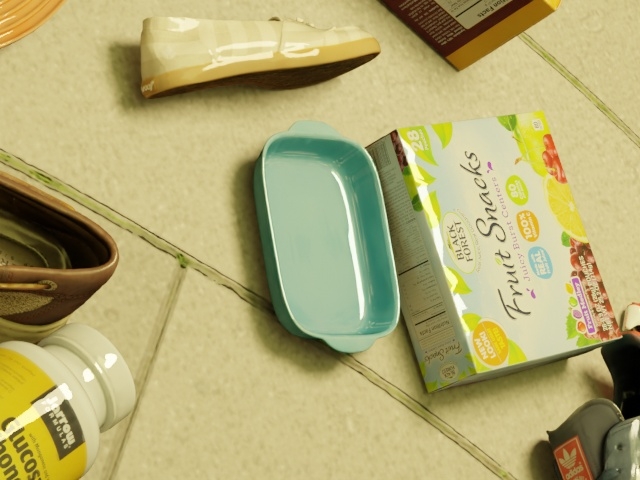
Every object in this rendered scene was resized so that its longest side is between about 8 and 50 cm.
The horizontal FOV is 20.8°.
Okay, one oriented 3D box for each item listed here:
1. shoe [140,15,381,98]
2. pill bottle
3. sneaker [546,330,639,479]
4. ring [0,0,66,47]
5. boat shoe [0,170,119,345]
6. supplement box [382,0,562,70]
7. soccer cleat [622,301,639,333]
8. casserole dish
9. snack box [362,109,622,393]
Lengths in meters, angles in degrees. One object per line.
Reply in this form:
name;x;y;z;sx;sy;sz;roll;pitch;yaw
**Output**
shoe;-0.045;-0.152;1.352;0.219;0.076;0.058;-10;83;-37
pill bottle;-0.206;0.127;1.097;0.184;0.103;0.103;-37;95;-40
sneaker;0.235;0.220;1.384;0.148;0.131;0.350;35;48;-12
ring;-0.313;-0.280;1.236;0.336;0.032;0.336;14;64;-32
boat shoe;-0.285;-0.035;1.093;0.342;0.123;0.123;28;57;-25
supplement box;0.123;-0.292;1.500;0.194;0.129;0.191;40;52;-17
soccer cleat;0.302;0.086;1.544;0.083;0.029;0.035;35;63;-17
casserole dish;0.000;0.000;1.348;0.114;0.037;0.188;2;71;-36
snack box;0.137;0.006;1.425;0.174;0.070;0.207;-9;76;-39
